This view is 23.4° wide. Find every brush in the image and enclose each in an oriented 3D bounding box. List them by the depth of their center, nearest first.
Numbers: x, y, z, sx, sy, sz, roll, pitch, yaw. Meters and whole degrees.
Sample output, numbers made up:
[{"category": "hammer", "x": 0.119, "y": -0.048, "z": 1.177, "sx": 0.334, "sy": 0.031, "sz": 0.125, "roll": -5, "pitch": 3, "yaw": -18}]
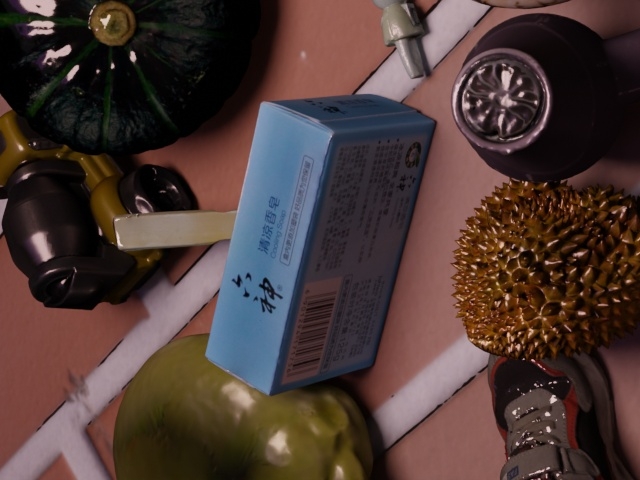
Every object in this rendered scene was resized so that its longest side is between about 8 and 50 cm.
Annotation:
[{"category": "brush", "x": -0.094, "y": -0.011, "z": 1.372, "sx": 0.179, "sy": 0.030, "sz": 0.033, "roll": -4, "pitch": 84, "yaw": -1}]

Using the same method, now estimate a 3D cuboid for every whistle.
[{"category": "whistle", "x": 0.064, "y": -0.181, "z": 1.265, "sx": 0.035, "sy": 0.035, "sz": 0.100, "roll": -21, "pitch": 85, "yaw": 39}]

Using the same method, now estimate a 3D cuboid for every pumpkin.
[{"category": "pumpkin", "x": -0.178, "y": -0.203, "z": 1.363, "sx": 0.248, "sy": 0.248, "sz": 0.248, "roll": 7, "pitch": 101, "yaw": 38}]

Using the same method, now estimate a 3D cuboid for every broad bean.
[{"category": "broad bean", "x": -0.075, "y": 0.196, "z": 1.383, "sx": 0.291, "sy": 0.119, "sz": 0.238, "roll": -15, "pitch": 96, "yaw": 42}]

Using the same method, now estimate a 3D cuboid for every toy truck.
[{"category": "toy truck", "x": -0.241, "y": -0.043, "z": 1.449, "sx": 0.147, "sy": 0.165, "sz": 0.224, "roll": -43, "pitch": 70, "yaw": 36}]

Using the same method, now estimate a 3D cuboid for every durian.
[{"category": "durian", "x": 0.171, "y": 0.021, "z": 1.137, "sx": 0.158, "sy": 0.168, "sz": 0.137, "roll": 5, "pitch": 126, "yaw": 61}]

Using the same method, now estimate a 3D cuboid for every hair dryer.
[{"category": "hair dryer", "x": 0.252, "y": -0.137, "z": 1.011, "sx": 0.361, "sy": 0.301, "sz": 0.121, "roll": -21, "pitch": 90, "yaw": 15}]

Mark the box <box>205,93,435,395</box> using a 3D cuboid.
[{"category": "box", "x": 0.000, "y": 0.000, "z": 1.274, "sx": 0.083, "sy": 0.143, "sz": 0.232, "roll": 25, "pitch": 112, "yaw": 34}]

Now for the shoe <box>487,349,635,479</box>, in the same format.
[{"category": "shoe", "x": 0.170, "y": 0.175, "z": 1.176, "sx": 0.099, "sy": 0.125, "sz": 0.227, "roll": -32, "pitch": 78, "yaw": 40}]

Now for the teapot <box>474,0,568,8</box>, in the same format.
[{"category": "teapot", "x": 0.151, "y": -0.261, "z": 1.119, "sx": 0.300, "sy": 0.166, "sz": 0.208, "roll": 6, "pitch": 79, "yaw": 46}]
